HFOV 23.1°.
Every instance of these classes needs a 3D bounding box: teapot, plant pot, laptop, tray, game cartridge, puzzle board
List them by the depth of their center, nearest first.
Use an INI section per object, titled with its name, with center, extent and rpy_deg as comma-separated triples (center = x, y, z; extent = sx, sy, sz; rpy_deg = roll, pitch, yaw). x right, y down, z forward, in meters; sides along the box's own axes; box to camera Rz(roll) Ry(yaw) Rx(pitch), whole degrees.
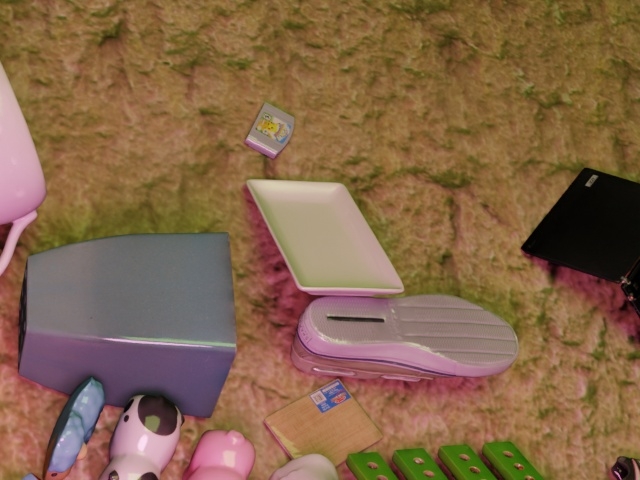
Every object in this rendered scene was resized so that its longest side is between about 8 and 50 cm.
[plant pot]
center = -0.231, 0.094, 1.832
extent = 0.234, 0.166, 0.166
rpy_deg = 4, 54, -16
[teapot]
center = -0.445, -0.112, 1.850
extent = 0.187, 0.253, 0.256
rpy_deg = -23, 51, -14
[puzzle board]
center = 0.004, 0.234, 1.939
extent = 0.128, 0.011, 0.096
rpy_deg = -25, 69, -38
[tray]
center = 0.000, 0.000, 2.036
extent = 0.145, 0.030, 0.270
rpy_deg = 3, 31, -21
[game cartridge]
center = -0.068, -0.153, 2.187
extent = 0.056, 0.017, 0.083
rpy_deg = 30, 49, -8
[laptop]
center = 0.457, 0.042, 2.301
extent = 0.264, 0.136, 0.234
rpy_deg = 56, 48, -14

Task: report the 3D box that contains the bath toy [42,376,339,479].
[bath toy]
center = -0.133, 0.270, 1.770
extent = 0.348, 0.129, 0.151
rpy_deg = 19, 84, -12

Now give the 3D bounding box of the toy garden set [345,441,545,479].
[toy garden set]
center = 0.176, 0.328, 1.895
extent = 0.244, 0.049, 0.204
rpy_deg = 0, 29, -29

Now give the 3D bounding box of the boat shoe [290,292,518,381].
[boat shoe]
center = 0.105, 0.129, 2.009
extent = 0.302, 0.094, 0.109
rpy_deg = 8, 54, -19

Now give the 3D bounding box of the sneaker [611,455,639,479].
[sneaker]
center = 0.398, 0.351, 2.016
extent = 0.077, 0.072, 0.178
rpy_deg = 21, 38, -3

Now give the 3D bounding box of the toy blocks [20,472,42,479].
[toy blocks]
center = -0.279, 0.411, 1.582
extent = 0.381, 0.191, 0.261
rpy_deg = 43, 38, 9
